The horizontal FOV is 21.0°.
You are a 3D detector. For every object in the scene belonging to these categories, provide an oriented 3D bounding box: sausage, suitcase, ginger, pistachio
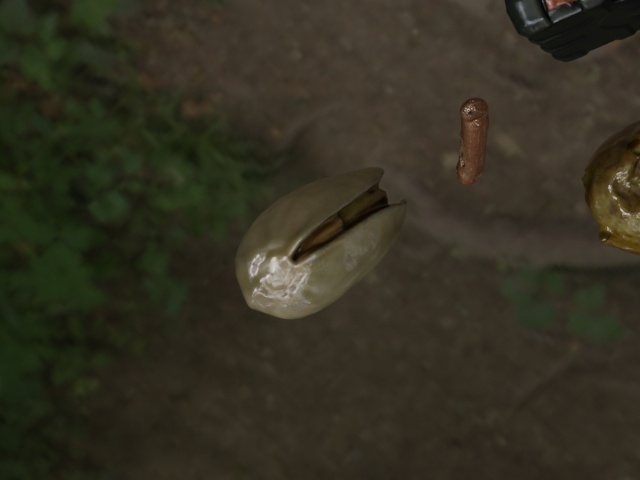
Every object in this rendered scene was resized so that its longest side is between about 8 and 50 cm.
[{"bbox_3d":[0.179,-0.120,2.024,0.036,0.042,0.158,5,151,5],"label":"sausage"},{"bbox_3d":[0.330,-0.263,1.666,0.206,0.285,0.066,7,-118,-69],"label":"suitcase"},{"bbox_3d":[0.419,-0.114,1.825,0.152,0.357,0.274,42,179,17],"label":"ginger"},{"bbox_3d":[0.000,0.000,1.892,0.126,0.223,0.152,51,158,4],"label":"pistachio"}]
